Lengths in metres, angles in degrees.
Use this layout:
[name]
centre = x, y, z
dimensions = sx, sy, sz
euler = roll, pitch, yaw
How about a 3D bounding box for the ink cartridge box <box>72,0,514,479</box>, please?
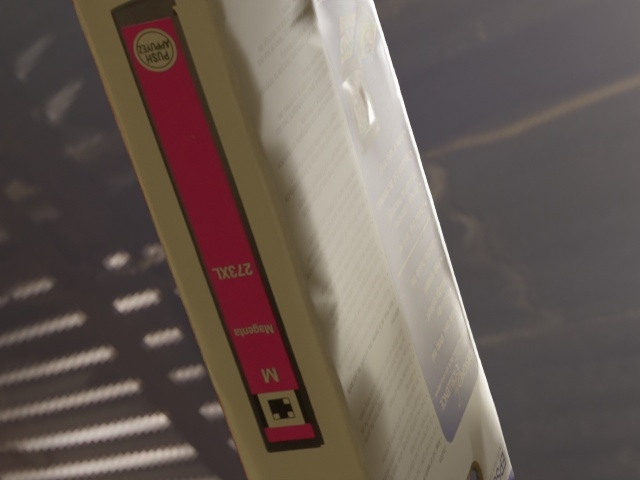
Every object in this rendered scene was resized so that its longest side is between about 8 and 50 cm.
[ink cartridge box]
centre = 0.000, 0.000, 0.802
dimensions = 0.069, 0.176, 0.371
euler = -11, -67, 22
